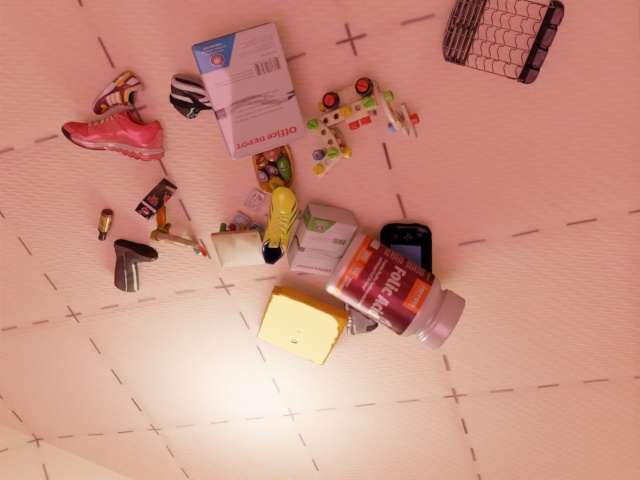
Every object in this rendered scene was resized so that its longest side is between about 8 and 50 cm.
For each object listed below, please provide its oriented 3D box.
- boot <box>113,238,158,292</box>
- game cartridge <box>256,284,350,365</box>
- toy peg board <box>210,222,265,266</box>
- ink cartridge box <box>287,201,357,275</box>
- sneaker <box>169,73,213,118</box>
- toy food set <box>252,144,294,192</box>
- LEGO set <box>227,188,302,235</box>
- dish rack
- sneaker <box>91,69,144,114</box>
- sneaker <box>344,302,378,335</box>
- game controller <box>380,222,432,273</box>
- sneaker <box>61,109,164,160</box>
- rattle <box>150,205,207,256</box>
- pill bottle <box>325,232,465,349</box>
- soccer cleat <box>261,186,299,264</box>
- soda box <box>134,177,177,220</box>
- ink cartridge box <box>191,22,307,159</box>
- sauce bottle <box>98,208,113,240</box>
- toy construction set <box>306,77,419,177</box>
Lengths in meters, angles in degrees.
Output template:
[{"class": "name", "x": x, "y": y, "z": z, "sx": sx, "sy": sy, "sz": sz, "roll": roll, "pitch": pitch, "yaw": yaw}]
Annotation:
[{"class": "boot", "x": -0.685, "y": 0.109, "z": 1.885, "sx": 0.190, "sy": 0.076, "sz": 0.208, "roll": 19, "pitch": 117, "yaw": 15}, {"class": "game cartridge", "x": -0.071, "y": 0.312, "z": 1.871, "sx": 0.286, "sy": 0.052, "sz": 0.323, "roll": 23, "pitch": 134, "yaw": 0}, {"class": "toy peg board", "x": -0.271, "y": 0.005, "z": 1.734, "sx": 0.161, "sy": 0.079, "sz": 0.161, "roll": -5, "pitch": 137, "yaw": 3}, {"class": "ink cartridge box", "x": 0.000, "y": 0.000, "z": 1.658, "sx": 0.161, "sy": 0.092, "sz": 0.219, "roll": 11, "pitch": 126, "yaw": -22}, {"class": "sneaker", "x": -0.336, "y": -0.404, "z": 1.509, "sx": 0.217, "sy": 0.079, "sz": 0.121, "roll": 19, "pitch": 137, "yaw": -7}, {"class": "toy food set", "x": -0.156, "y": -0.241, "z": 1.554, "sx": 0.128, "sy": 0.071, "sz": 0.217, "roll": -5, "pitch": 111, "yaw": 15}, {"class": "LEGO set", "x": -0.179, "y": -0.072, "z": 1.693, "sx": 0.183, "sy": 0.060, "sz": 0.244, "roll": 31, "pitch": 121, "yaw": -14}, {"class": "dish rack", "x": 0.453, "y": -0.521, "z": 1.291, "sx": 0.272, "sy": 0.074, "sz": 0.208, "roll": 15, "pitch": 122, "yaw": 2}, {"class": "sneaker", "x": -0.612, "y": -0.424, "z": 1.540, "sx": 0.186, "sy": 0.069, "sz": 0.084, "roll": -35, "pitch": 105, "yaw": 28}, {"class": "sneaker", "x": 0.154, "y": 0.252, "z": 1.829, "sx": 0.132, "sy": 0.086, "sz": 0.228, "roll": -3, "pitch": 131, "yaw": 6}, {"class": "game controller", "x": 0.287, "y": 0.082, "z": 1.700, "sx": 0.167, "sy": 0.067, "sz": 0.318, "roll": -1, "pitch": 121, "yaw": 11}, {"class": "sneaker", "x": -0.636, "y": -0.347, "z": 1.586, "sx": 0.314, "sy": 0.116, "sz": 0.136, "roll": 11, "pitch": 113, "yaw": -5}, {"class": "rattle", "x": -0.483, "y": -0.034, "z": 1.786, "sx": 0.200, "sy": 0.142, "sz": 0.130, "roll": 13, "pitch": 157, "yaw": -16}, {"class": "pill bottle", "x": 0.234, "y": 0.163, "z": 1.605, "sx": 0.392, "sy": 0.224, "sz": 0.224, "roll": 31, "pitch": 123, "yaw": 5}, {"class": "soccer cleat", "x": -0.130, "y": -0.039, "z": 1.606, "sx": 0.094, "sy": 0.121, "sz": 0.289, "roll": 16, "pitch": 133, "yaw": 1}, {"class": "soda box", "x": -0.528, "y": -0.135, "z": 1.647, "sx": 0.060, "sy": 0.168, "sz": 0.053, "roll": 38, "pitch": 121, "yaw": -14}, {"class": "ink cartridge box", "x": -0.191, "y": -0.406, "z": 1.392, "sx": 0.223, "sy": 0.129, "sz": 0.307, "roll": -19, "pitch": 115, "yaw": -6}, {"class": "sauce bottle", "x": -0.768, "y": -0.053, "z": 1.818, "sx": 0.042, "sy": 0.042, "sz": 0.128, "roll": 23, "pitch": 124, "yaw": -4}, {"class": "toy construction set", "x": 0.106, "y": -0.323, "z": 1.427, "sx": 0.328, "sy": 0.151, "sz": 0.214, "roll": -17, "pitch": 93, "yaw": 11}]
